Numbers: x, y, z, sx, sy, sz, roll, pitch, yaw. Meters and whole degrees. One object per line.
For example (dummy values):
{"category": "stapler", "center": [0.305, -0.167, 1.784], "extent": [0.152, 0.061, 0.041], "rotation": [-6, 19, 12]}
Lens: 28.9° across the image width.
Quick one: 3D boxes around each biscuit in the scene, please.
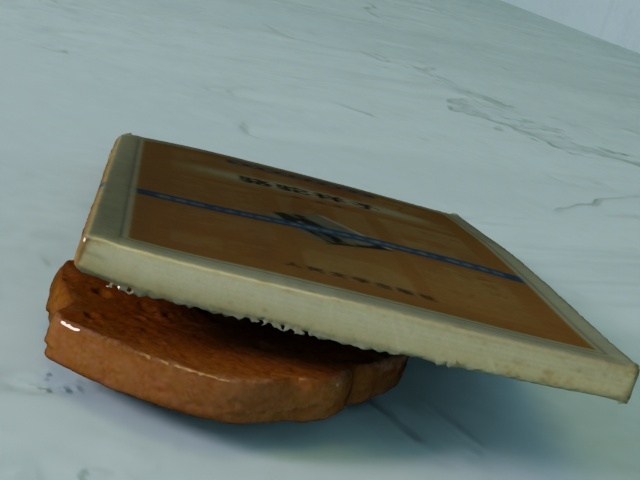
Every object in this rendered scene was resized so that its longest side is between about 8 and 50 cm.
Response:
{"category": "biscuit", "center": [-0.029, 0.030, 0.392], "extent": [0.102, 0.019, 0.130], "rotation": [24, 17, 34]}

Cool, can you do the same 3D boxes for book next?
{"category": "book", "center": [0.000, -0.001, 0.466], "extent": [0.170, 0.018, 0.241], "rotation": [14, 10, -10]}
